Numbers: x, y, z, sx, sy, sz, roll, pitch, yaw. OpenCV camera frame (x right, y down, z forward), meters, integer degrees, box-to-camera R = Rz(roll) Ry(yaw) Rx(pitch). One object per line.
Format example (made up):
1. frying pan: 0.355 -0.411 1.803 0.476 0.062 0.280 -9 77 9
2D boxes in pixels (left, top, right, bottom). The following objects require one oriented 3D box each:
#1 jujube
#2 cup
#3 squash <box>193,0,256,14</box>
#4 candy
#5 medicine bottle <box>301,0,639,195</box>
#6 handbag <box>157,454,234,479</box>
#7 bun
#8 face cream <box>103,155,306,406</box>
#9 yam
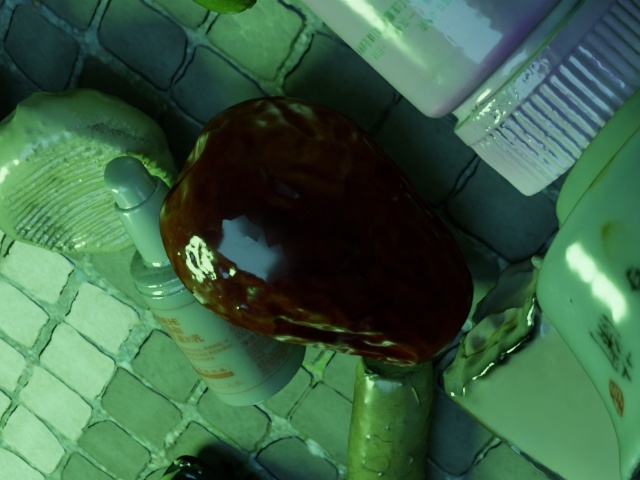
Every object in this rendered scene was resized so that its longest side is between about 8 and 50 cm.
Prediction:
1. jujube: 0.000 0.000 1.180 0.255 0.190 0.190 35 136 -17
2. cup: 0.265 -0.020 0.927 0.163 0.347 0.347 48 137 21
3. squash: -0.144 -0.267 1.141 0.252 0.066 0.066 43 134 -3
4. candy: 0.217 0.089 1.136 0.195 0.137 0.185 38 134 -1
5. medicine bottle: 0.090 -0.185 0.982 0.290 0.178 0.178 42 134 -2
6. handbag: -0.100 0.354 1.496 0.254 0.181 0.181 33 135 9
7. bun: -0.211 -0.070 1.304 0.183 0.102 0.183 -5 142 -4
8. face cream: -0.110 0.029 1.282 0.101 0.101 0.252 -6 132 34
9. yam: 0.063 0.250 1.390 0.083 0.083 0.372 17 129 21
